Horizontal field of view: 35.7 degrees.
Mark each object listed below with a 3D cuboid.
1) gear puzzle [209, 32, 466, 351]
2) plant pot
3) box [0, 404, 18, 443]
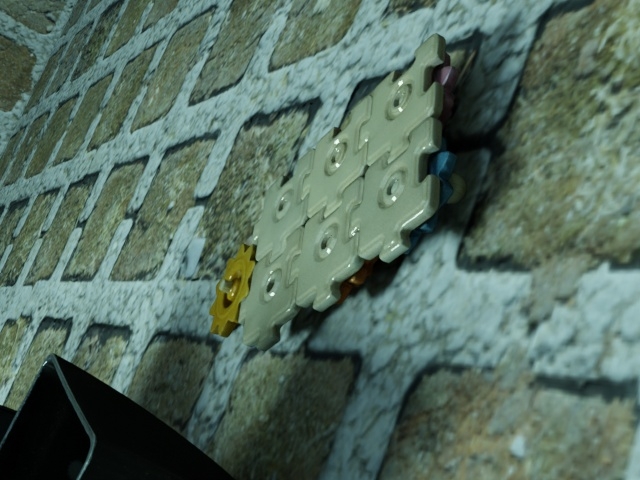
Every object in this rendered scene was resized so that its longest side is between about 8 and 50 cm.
[{"bbox_3d":[0.000,0.000,0.771,0.339,0.044,0.175,-39,35,45],"label":"gear puzzle"},{"bbox_3d":[-0.135,0.212,0.657,0.188,0.167,0.187,-62,24,-2],"label":"plant pot"},{"bbox_3d":[-0.305,0.231,0.811,0.073,0.293,0.295,-55,25,14],"label":"box"}]
